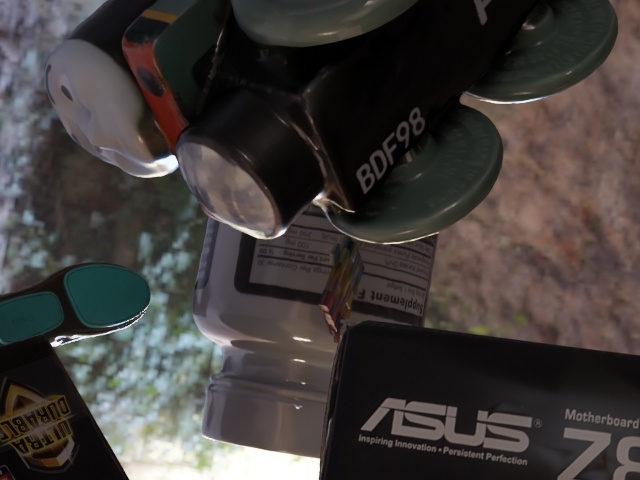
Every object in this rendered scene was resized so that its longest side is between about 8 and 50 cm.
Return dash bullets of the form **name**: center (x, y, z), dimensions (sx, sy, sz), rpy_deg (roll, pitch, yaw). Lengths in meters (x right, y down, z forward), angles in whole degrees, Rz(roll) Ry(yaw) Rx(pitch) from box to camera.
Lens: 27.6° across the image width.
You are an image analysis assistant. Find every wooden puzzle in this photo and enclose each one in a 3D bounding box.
- **wooden puzzle**: center (0.014, 0.028, 0.799), dimensions (0.083, 0.006, 0.049), rpy_deg (69, 39, -63)

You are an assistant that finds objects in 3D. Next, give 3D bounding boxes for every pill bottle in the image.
- **pill bottle**: center (0.000, 0.000, 0.982), dimensions (0.176, 0.176, 0.319), rpy_deg (115, -15, -84)

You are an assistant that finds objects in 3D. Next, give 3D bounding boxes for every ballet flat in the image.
- **ballet flat**: center (-0.251, 0.066, 1.210), dimensions (0.213, 0.068, 0.072), rpy_deg (-15, 83, -54)

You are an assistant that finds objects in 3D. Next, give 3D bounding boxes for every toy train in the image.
- **toy train**: center (0.033, -0.134, 0.562), dimensions (0.334, 0.190, 0.142), rpy_deg (-48, 135, -24)

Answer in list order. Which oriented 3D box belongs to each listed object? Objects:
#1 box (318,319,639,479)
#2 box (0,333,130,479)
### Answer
- **box**: center (0.221, 0.129, 0.641), dimensions (0.318, 0.394, 0.097), rpy_deg (50, 48, -71)
- **box**: center (-0.193, 0.218, 0.793), dimensions (0.073, 0.293, 0.295), rpy_deg (-36, 172, 19)
